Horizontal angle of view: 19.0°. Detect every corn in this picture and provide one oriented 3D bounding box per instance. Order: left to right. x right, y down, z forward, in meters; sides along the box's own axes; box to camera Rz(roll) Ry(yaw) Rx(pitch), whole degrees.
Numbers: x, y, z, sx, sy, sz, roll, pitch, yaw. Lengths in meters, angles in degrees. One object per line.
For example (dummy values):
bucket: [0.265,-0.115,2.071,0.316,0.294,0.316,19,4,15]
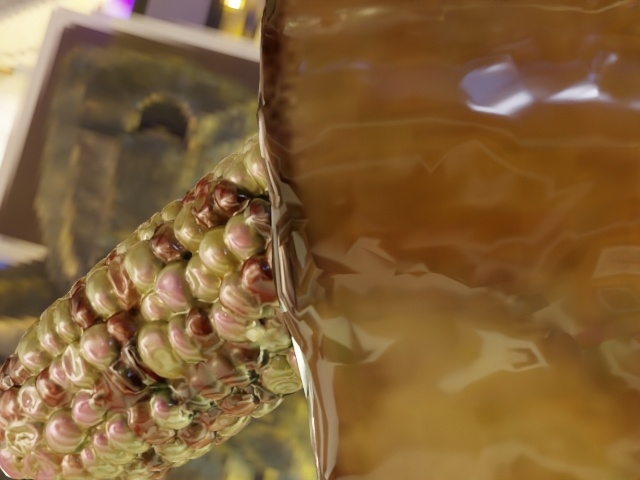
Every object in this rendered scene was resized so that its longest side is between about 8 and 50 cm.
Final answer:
corn: [0.000,0.000,0.664,0.280,0.092,0.092,-36,136,23]

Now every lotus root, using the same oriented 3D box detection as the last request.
lotus root: [0.120,0.038,0.461,0.250,0.316,0.316,-2,159,1]
